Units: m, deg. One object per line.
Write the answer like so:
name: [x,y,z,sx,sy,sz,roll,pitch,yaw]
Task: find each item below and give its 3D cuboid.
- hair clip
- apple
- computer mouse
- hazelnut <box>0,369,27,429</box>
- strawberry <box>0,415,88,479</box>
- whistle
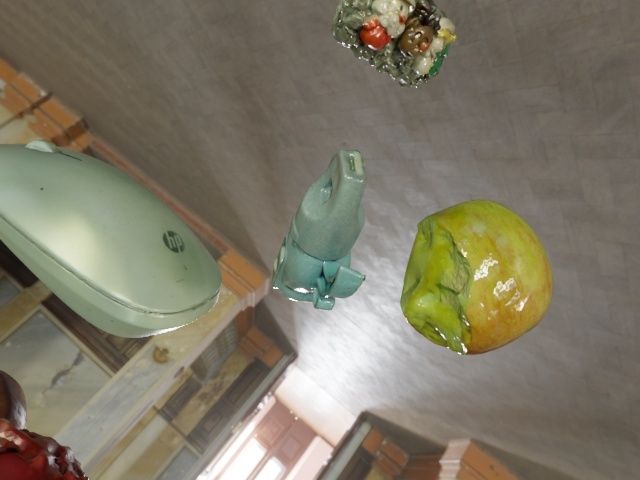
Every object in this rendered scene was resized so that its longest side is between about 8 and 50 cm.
hair clip: [0.137,-0.304,0.689,0.091,0.321,0.138,36,112,26]
apple: [0.242,0.051,0.759,0.246,0.246,0.227,-13,95,61]
computer mouse: [-0.221,-0.023,0.471,0.288,0.159,0.097,44,116,9]
hazelnut: [-0.519,0.278,0.626,0.251,0.217,0.217,30,154,36]
strawberry: [-0.267,0.247,0.325,0.274,0.274,0.220,38,175,8]
whistle: [0.000,0.000,0.565,0.093,0.186,0.274,9,144,-12]
